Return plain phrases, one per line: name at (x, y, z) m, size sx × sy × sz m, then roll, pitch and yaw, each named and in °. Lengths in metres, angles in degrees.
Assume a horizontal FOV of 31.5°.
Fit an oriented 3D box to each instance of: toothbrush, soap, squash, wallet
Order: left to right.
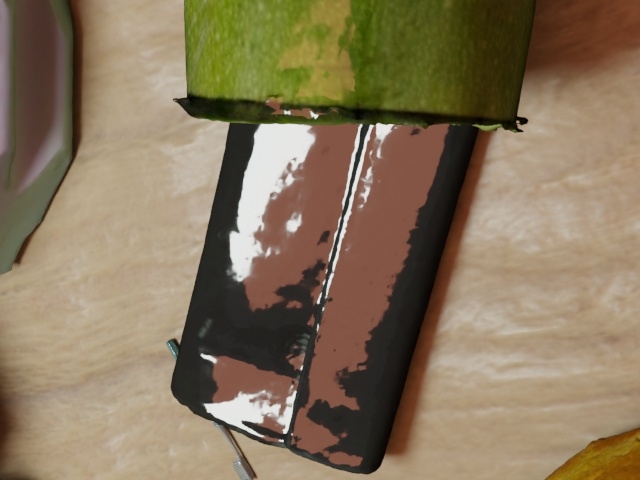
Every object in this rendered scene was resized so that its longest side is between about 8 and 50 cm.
soap at (-0.384, -0.173, 1.104) m, size 0.261 × 0.156 × 0.446 m, roll 12°, pitch 107°, yaw 19°
toothbrush at (-0.115, 0.175, 1.163) m, size 0.014 × 0.011 × 0.167 m, roll -29°, pitch 92°, yaw 31°
wallet at (-0.001, 0.000, 1.042) m, size 0.228 × 0.062 × 0.405 m, roll 19°, pitch 109°, yaw 17°
squash at (0.036, -0.269, 0.819) m, size 0.263 × 0.263 × 0.384 m, roll 6°, pitch 95°, yaw 21°

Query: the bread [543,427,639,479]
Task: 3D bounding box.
bread at (0.303, 0.304, 0.938) m, size 0.312 × 0.172 × 0.312 m, roll 4°, pitch 103°, yaw 20°
